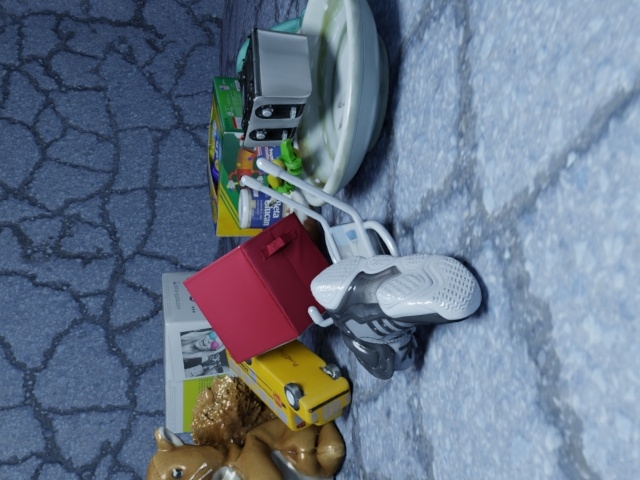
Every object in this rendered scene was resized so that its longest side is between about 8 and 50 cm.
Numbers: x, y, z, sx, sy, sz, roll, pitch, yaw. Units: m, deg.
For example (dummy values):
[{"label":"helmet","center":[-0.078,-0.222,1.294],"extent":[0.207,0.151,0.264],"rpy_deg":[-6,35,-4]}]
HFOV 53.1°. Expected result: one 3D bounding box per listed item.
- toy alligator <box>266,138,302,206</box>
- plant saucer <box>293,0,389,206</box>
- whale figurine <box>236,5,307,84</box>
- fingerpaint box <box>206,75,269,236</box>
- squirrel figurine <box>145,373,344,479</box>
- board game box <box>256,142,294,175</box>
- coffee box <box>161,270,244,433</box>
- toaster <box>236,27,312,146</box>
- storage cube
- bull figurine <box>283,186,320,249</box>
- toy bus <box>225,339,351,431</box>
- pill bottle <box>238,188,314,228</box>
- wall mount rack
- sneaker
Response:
[{"label":"toy alligator","center":[-0.064,-0.113,1.209],"extent":[0.051,0.056,0.189],"rpy_deg":[40,144,16]},{"label":"plant saucer","center":[0.038,-0.258,1.111],"extent":[0.400,0.101,0.400],"rpy_deg":[-179,90,-75]},{"label":"whale figurine","center":[-0.072,-0.407,1.342],"extent":[0.272,0.216,0.141],"rpy_deg":[-42,73,43]},{"label":"fingerpaint box","center":[-0.281,-0.285,2.124],"extent":[0.445,0.163,0.371],"rpy_deg":[-110,25,-52]},{"label":"squirrel figurine","center":[-0.175,0.465,1.343],"extent":[0.397,0.370,0.281],"rpy_deg":[-123,37,-66]},{"label":"board game box","center":[-0.064,-0.201,1.348],"extent":[0.194,0.060,0.194],"rpy_deg":[31,-134,-58]},{"label":"coffee box","center":[-0.274,0.298,1.814],"extent":[0.337,0.334,0.338],"rpy_deg":[-125,37,-65]},{"label":"toaster","center":[-0.090,-0.285,1.187],"extent":[0.168,0.110,0.185],"rpy_deg":[121,146,-62]},{"label":"storage cube","center":[-0.106,0.091,1.226],"extent":[0.215,0.184,0.193],"rpy_deg":[-31,94,39]},{"label":"bull figurine","center":[-0.060,0.034,1.410],"extent":[0.188,0.101,0.310],"rpy_deg":[-39,-48,-58]},{"label":"toy bus","center":[-0.074,0.272,1.298],"extent":[0.333,0.108,0.130],"rpy_deg":[29,132,49]},{"label":"pill bottle","center":[-0.104,-0.074,1.508],"extent":[0.094,0.169,0.094],"rpy_deg":[180,90,-76]},{"label":"wall mount rack","center":[0.000,0.000,1.042],"extent":[0.304,0.130,0.350],"rpy_deg":[66,166,-4]},{"label":"sneaker","center":[0.109,0.102,0.824],"extent":[0.269,0.101,0.153],"rpy_deg":[1,123,52]}]
